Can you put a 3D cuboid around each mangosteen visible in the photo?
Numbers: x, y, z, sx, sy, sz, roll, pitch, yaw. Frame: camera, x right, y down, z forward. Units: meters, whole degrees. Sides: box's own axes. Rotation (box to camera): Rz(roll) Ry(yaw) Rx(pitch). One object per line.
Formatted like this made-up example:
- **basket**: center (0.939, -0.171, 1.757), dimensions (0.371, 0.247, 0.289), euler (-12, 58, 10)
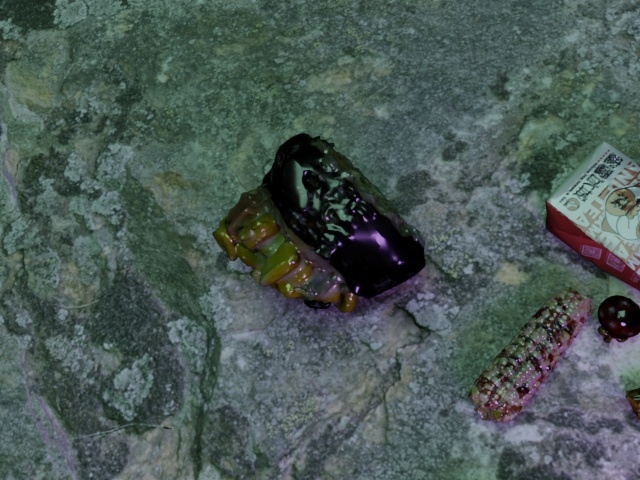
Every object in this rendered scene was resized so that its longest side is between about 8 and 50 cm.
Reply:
- **mangosteen**: center (0.514, 0.134, 1.442), dimensions (0.081, 0.081, 0.080), euler (-7, 63, 13)

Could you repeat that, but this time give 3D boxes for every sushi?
- **sushi**: center (0.000, 0.000, 1.540), dimensions (0.285, 0.328, 0.328), euler (-46, 74, 7)

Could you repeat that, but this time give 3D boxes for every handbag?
- **handbag**: center (0.555, -0.012, 1.473), dimensions (0.171, 0.151, 0.298), euler (-46, 68, -4)

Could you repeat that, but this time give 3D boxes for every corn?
- **corn**: center (0.363, 0.196, 1.452), dimensions (0.092, 0.092, 0.280), euler (35, 75, 28)

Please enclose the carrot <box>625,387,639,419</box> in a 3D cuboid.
- **carrot**: center (0.617, 0.241, 1.371), dimensions (0.229, 0.069, 0.068), euler (-19, 61, 7)
